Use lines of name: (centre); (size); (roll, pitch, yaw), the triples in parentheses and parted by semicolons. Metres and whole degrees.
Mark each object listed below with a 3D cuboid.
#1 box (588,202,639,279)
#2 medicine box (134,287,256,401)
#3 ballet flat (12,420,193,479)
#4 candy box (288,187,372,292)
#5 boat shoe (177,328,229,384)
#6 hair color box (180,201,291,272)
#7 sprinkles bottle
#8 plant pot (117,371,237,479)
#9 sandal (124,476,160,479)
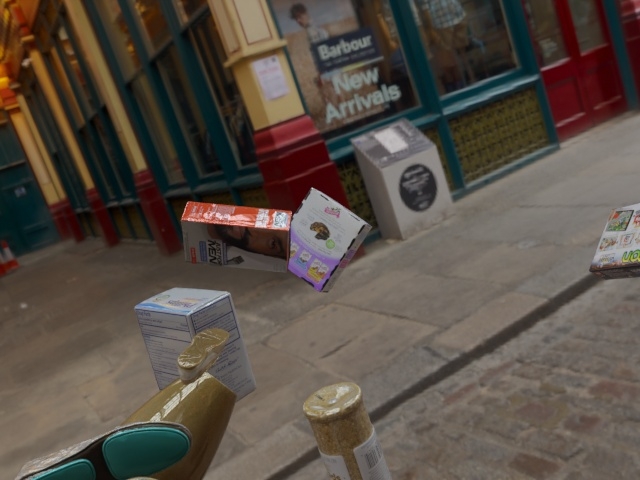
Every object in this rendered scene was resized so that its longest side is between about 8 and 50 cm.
box: (0.484, -0.005, 0.936); (0.114, 0.036, 0.207); (-65, 8, -10)
medicine box: (-0.340, 0.290, 1.741); (0.263, 0.289, 0.149); (0, 18, 44)
ballet flat: (-0.391, 0.385, 1.155); (0.316, 0.107, 0.106); (-13, 10, -16)
candy box: (0.000, 0.000, 1.544); (0.196, 0.165, 0.070); (-56, -19, 7)
boat shoe: (-0.242, 0.236, 1.319); (0.063, 0.059, 0.170); (17, 23, 17)
hair color box: (-0.132, -0.005, 1.026); (0.167, 0.093, 0.053); (4, 41, 1)
sprinkles bottle: (0.077, 0.458, 1.258); (0.121, 0.355, 0.121); (-18, 13, 4)
plant pot: (-0.312, 0.424, 1.470); (0.254, 0.237, 0.237); (-51, 21, -15)
sandal: (-0.258, 0.436, 1.045); (0.180, 0.072, 0.049); (17, 0, -2)
